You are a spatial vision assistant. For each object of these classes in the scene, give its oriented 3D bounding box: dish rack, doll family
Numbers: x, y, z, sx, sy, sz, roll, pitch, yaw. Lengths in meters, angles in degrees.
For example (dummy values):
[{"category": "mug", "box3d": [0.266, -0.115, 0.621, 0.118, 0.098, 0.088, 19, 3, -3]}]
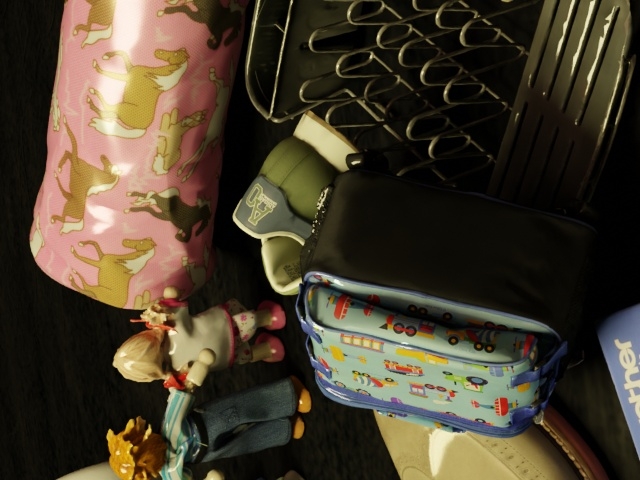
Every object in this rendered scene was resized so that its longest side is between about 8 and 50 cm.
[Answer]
[{"category": "dish rack", "box3d": [0.065, -0.117, 0.869, 0.271, 0.074, 0.208, 45, 136, 39]}, {"category": "doll family", "box3d": [-0.087, 0.170, 1.111, 0.118, 0.163, 0.263, 30, 124, 49]}]

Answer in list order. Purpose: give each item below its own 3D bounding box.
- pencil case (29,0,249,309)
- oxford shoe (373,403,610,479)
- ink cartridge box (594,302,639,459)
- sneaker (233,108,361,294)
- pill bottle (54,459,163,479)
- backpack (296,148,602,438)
[{"category": "pencil case", "box3d": [-0.128, -0.136, 1.081, 0.160, 0.167, 0.386, 27, 124, 24]}, {"category": "oxford shoe", "box3d": [0.110, 0.202, 0.853, 0.348, 0.130, 0.123, 57, 142, 29]}, {"category": "ink cartridge box", "box3d": [0.242, 0.095, 0.686, 0.311, 0.065, 0.186, -29, 75, 58]}, {"category": "sneaker", "box3d": [0.000, 0.000, 0.905, 0.064, 0.086, 0.192, 37, 170, 29]}, {"category": "pill bottle", "box3d": [-0.170, 0.339, 1.310, 0.146, 0.146, 0.264, -48, 61, 52]}, {"category": "backpack", "box3d": [0.069, 0.047, 0.819, 0.173, 0.158, 0.117, 83, -157, -61]}]
